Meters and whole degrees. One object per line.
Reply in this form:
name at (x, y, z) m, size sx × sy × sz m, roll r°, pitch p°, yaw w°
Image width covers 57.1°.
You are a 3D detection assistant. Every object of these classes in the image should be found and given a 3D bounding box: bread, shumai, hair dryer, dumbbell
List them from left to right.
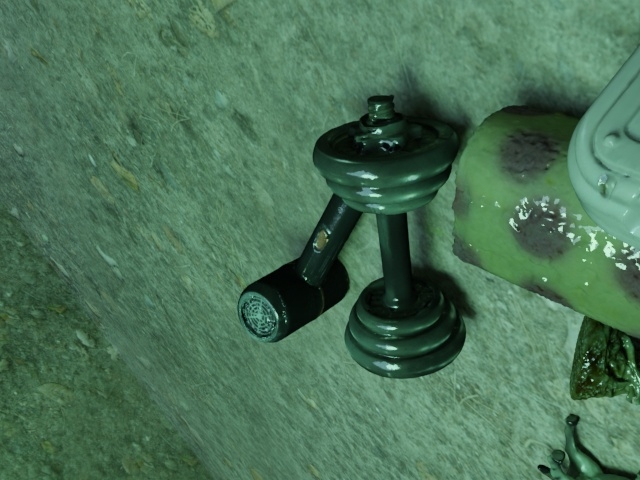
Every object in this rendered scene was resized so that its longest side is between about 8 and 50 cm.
hair dryer at (0.000, 0.000, 0.902) m, size 0.107 × 0.189 × 0.352 m, roll 39°, pitch 126°, yaw 18°
dumbbell at (0.099, 0.010, 0.778) m, size 0.179 × 0.179 × 0.406 m, roll 16°, pitch 127°, yaw 40°
shumai at (0.345, 0.140, 0.687) m, size 0.087 × 0.099 × 0.123 m, roll 12°, pitch 129°, yaw 22°
bread at (0.299, -0.003, 0.567) m, size 0.338 × 0.155 × 0.187 m, roll 25°, pitch 136°, yaw 35°

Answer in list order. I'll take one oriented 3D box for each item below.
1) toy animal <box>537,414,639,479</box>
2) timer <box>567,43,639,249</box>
toy animal at (0.409, 0.332, 0.755) m, size 0.255 × 0.090 × 0.170 m, roll 25°, pitch 136°, yaw 38°
timer at (0.326, -0.079, 0.408) m, size 0.262 × 0.237 × 0.087 m, roll 38°, pitch 177°, yaw 44°
